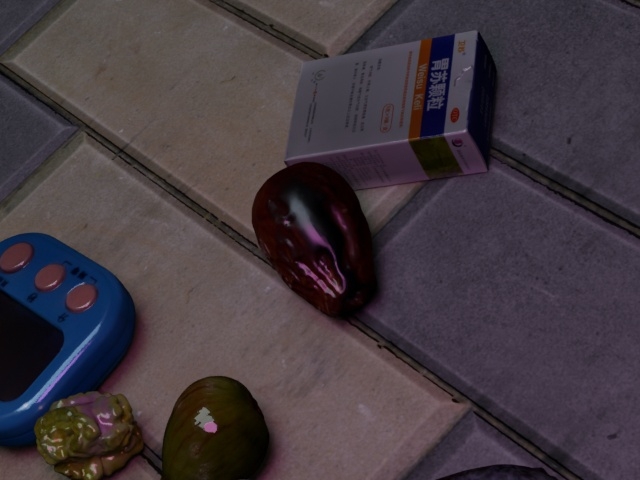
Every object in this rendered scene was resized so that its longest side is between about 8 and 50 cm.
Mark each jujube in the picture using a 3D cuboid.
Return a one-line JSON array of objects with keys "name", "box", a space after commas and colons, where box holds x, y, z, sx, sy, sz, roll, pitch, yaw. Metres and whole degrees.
[{"name": "jujube", "box": [0.000, 0.000, 2.163, 0.168, 0.168, 0.236, -31, 63, 2]}]

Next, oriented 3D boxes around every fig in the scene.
[{"name": "fig", "box": [-0.190, 0.297, 2.029, 0.259, 0.151, 0.151, -38, 46, 1]}]

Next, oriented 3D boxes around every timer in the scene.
[{"name": "timer", "box": [-0.456, 0.150, 2.306, 0.340, 0.115, 0.309, 27, 69, 40]}]

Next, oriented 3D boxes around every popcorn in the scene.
[{"name": "popcorn", "box": [-0.330, 0.274, 2.134, 0.145, 0.126, 0.126, -27, 39, -2]}]

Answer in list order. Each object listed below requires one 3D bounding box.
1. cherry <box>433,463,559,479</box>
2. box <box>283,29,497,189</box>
[{"name": "cherry", "box": [0.180, 0.383, 1.704, 0.296, 0.218, 0.255, -27, 39, -2]}, {"name": "box", "box": [0.108, -0.191, 2.287, 0.299, 0.106, 0.200, -8, 53, 24]}]
